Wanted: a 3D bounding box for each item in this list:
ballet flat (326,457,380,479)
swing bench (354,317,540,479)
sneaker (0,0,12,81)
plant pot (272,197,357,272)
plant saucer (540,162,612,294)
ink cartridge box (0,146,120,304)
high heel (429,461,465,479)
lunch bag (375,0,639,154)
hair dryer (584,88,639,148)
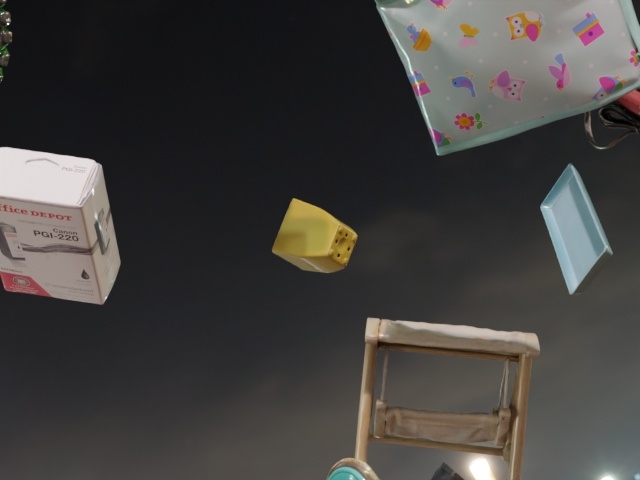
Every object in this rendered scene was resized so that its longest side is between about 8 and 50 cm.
[{"bbox_3d":[0.076,0.444,1.477,0.123,0.348,0.123,-7,0,0],"label":"ballet flat"},{"bbox_3d":[0.188,0.239,1.753,0.253,0.254,0.165,6,14,4],"label":"swing bench"},{"bbox_3d":[-0.446,-0.284,1.220,0.146,0.343,0.134,-27,-5,36],"label":"sneaker"},{"bbox_3d":[0.000,0.000,1.566,0.081,0.083,0.081,32,-103,-48],"label":"plant pot"},{"bbox_3d":[0.282,-0.014,1.263,0.018,0.192,0.067,24,-62,-13],"label":"plant saucer"},{"bbox_3d":[-0.380,-0.018,1.614,0.159,0.092,0.217,8,-42,7],"label":"ink cartridge box"},{"bbox_3d":[0.108,0.333,1.112,0.186,0.093,0.261,-49,13,-2],"label":"high heel"},{"bbox_3d":[0.226,-0.245,1.307,0.262,0.223,0.160,-14,24,29],"label":"lunch bag"},{"bbox_3d":[0.402,-0.141,1.320,0.080,0.223,0.293,-38,-16,-25],"label":"hair dryer"}]
